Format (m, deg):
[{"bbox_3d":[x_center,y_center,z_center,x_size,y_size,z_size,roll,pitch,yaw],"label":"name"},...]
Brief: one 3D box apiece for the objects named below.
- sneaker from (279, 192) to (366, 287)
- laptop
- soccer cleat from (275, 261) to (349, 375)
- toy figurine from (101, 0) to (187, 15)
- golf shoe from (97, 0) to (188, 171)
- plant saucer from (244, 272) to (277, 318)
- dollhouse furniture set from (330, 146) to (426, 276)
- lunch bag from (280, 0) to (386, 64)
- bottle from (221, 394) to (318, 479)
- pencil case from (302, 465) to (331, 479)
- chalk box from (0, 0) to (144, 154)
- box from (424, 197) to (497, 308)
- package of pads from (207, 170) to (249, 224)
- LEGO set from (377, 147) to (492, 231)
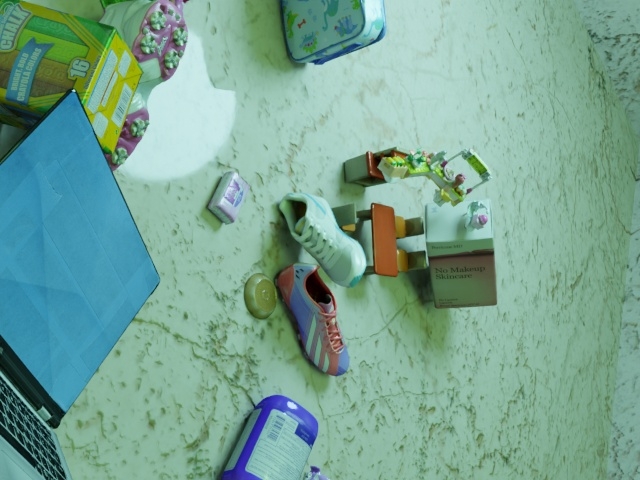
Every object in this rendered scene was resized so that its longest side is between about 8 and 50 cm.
[{"bbox_3d":[0.000,0.000,1.397,0.092,0.087,0.229,12,32,-45],"label":"sneaker"},{"bbox_3d":[-0.261,0.124,0.855,0.236,0.408,0.382,-27,143,-14],"label":"laptop"},{"bbox_3d":[0.003,0.151,1.412,0.083,0.095,0.248,-42,113,-44],"label":"soccer cleat"},{"bbox_3d":[-0.253,-0.385,1.220,0.159,0.130,0.173,-38,130,-58],"label":"toy figurine"},{"bbox_3d":[-0.313,-0.218,1.106,0.306,0.140,0.115,-62,150,-11],"label":"golf shoe"},{"bbox_3d":[-0.103,0.099,1.358,0.083,0.015,0.084,14,71,-49],"label":"plant saucer"},{"bbox_3d":[0.129,-0.053,1.584,0.262,0.135,0.259,8,76,-50],"label":"dollhouse furniture set"},{"bbox_3d":[0.023,-0.443,1.474,0.090,0.219,0.176,-9,88,-45],"label":"lunch bag"},{"bbox_3d":[-0.100,0.394,1.228,0.118,0.092,0.283,40,51,-18],"label":"bottle"},{"bbox_3d":[-0.044,0.481,1.287,0.206,0.086,0.088,-42,122,-47],"label":"pencil case"},{"bbox_3d":[-0.360,-0.214,0.966,0.132,0.213,0.132,78,29,-78],"label":"chalk box"},{"bbox_3d":[0.320,0.033,1.716,0.232,0.148,0.127,73,17,-44],"label":"box"},{"bbox_3d":[-0.159,-0.074,1.314,0.050,0.032,0.083,48,48,-36],"label":"package of pads"},{"bbox_3d":[0.250,-0.139,1.533,0.287,0.107,0.132,29,47,-31],"label":"LEGO set"}]
